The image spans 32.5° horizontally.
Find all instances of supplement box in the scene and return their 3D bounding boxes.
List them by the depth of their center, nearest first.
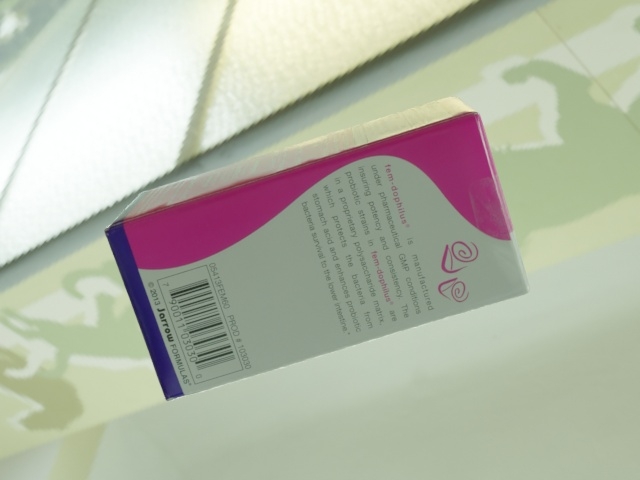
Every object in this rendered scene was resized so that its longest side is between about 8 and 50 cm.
[{"bbox_3d":[0.000,0.000,0.665,0.220,0.111,0.114,-16,-168,5],"label":"supplement box"}]
